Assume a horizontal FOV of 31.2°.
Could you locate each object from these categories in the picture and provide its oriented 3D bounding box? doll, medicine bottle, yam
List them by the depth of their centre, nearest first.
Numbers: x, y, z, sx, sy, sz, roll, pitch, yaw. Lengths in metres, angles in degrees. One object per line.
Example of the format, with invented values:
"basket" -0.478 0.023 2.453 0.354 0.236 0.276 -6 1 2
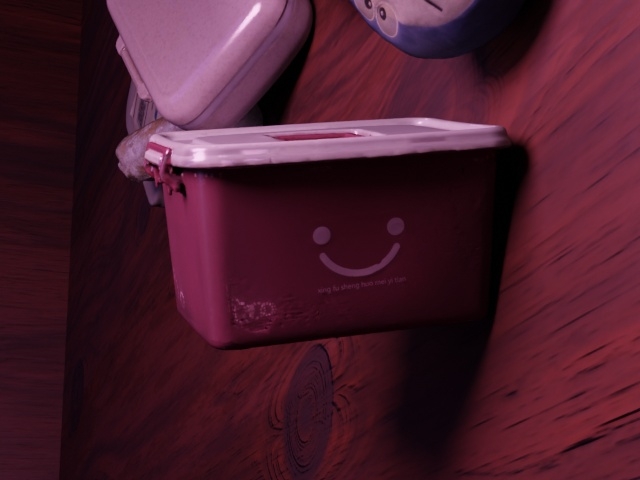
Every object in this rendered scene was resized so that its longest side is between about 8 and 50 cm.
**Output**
"doll" 0.105 -0.276 0.928 0.228 0.154 0.258 41 118 22
"medicine bottle" -0.162 -0.324 1.589 0.282 0.123 0.375 -46 45 16
"yam" -0.203 -0.153 1.712 0.259 0.093 0.093 -18 66 45

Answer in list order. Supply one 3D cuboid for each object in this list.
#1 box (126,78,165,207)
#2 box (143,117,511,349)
"box" -0.236 -0.295 1.953 0.397 0.111 0.396 -117 37 -55
"box" 0.004 -0.013 0.974 0.193 0.293 0.168 -151 58 -69
